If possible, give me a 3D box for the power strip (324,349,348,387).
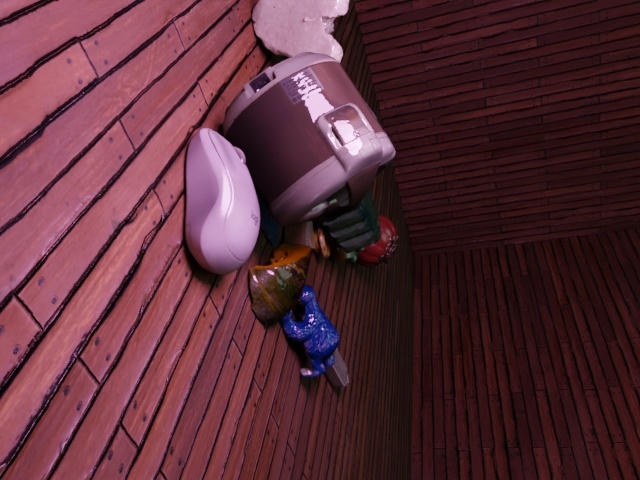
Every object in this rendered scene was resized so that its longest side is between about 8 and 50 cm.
[{"bbox_3d":[0.031,0.371,1.718,0.272,0.052,0.078,66,22,-45],"label":"power strip"}]

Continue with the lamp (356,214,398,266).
[{"bbox_3d":[0.210,-0.001,2.259,0.227,0.226,0.227,-8,90,-74],"label":"lamp"}]

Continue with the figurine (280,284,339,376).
[{"bbox_3d":[-0.016,0.237,1.499,0.164,0.120,0.262,-64,140,-57],"label":"figurine"}]

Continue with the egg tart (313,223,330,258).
[{"bbox_3d":[0.000,0.000,1.801,0.129,0.049,0.129,-10,90,-78],"label":"egg tart"}]

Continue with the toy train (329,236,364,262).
[{"bbox_3d":[0.076,-0.055,1.998,0.177,0.116,0.286,-17,99,-62],"label":"toy train"}]

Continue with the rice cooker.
[{"bbox_3d":[-0.015,-0.208,1.232,0.325,0.335,0.335,58,16,5],"label":"rice cooker"}]

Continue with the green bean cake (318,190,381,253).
[{"bbox_3d":[0.068,-0.154,1.800,0.308,0.169,0.300,54,24,-37],"label":"green bean cake"}]

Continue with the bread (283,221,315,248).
[{"bbox_3d":[-0.067,-0.039,1.539,0.105,0.077,0.152,-11,92,-75],"label":"bread"}]

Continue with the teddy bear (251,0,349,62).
[{"bbox_3d":[-0.001,-0.630,1.593,0.362,0.375,0.328,-22,125,-50],"label":"teddy bear"}]

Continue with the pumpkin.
[{"bbox_3d":[-0.078,0.111,1.380,0.278,0.111,0.163,-48,132,-71],"label":"pumpkin"}]

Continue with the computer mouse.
[{"bbox_3d":[-0.184,-0.082,1.089,0.184,0.121,0.297,50,36,-58],"label":"computer mouse"}]

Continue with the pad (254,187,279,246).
[{"bbox_3d":[-0.149,-0.159,1.433,0.270,0.012,0.269,64,24,-48],"label":"pad"}]
